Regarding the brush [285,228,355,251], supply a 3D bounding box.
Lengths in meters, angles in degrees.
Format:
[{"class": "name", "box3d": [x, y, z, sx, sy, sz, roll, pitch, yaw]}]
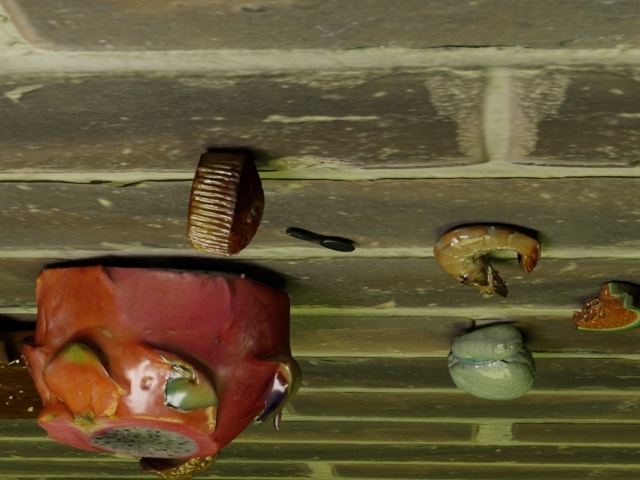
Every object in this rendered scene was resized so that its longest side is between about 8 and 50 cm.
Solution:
[{"class": "brush", "box3d": [0.000, 0.000, 1.541, 0.083, 0.008, 0.024, 15, 161, -40]}]

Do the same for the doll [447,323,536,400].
[{"class": "doll", "box3d": [0.200, 0.148, 1.944, 0.103, 0.072, 0.214, -2, 161, 7]}]

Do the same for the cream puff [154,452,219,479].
[{"class": "cream puff", "box3d": [-0.207, 0.261, 2.286, 0.126, 0.144, 0.103, -44, 158, 21]}]

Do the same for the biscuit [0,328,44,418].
[{"class": "biscuit", "box3d": [-0.371, 0.152, 2.024, 0.394, 0.070, 0.350, -1, 163, 5]}]

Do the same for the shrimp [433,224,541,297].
[{"class": "shrimp", "box3d": [0.164, 0.015, 1.549, 0.095, 0.045, 0.162, -25, 152, 15]}]

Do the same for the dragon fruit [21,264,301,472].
[{"class": "dragon fruit", "box3d": [-0.163, 0.132, 1.699, 0.290, 0.189, 0.290, 1, 165, 0]}]

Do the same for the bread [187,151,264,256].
[{"class": "bread", "box3d": [-0.072, -0.028, 1.306, 0.053, 0.085, 0.085, 7, 166, 8]}]

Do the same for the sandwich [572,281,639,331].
[{"class": "sandwich", "box3d": [0.307, 0.072, 1.739, 0.067, 0.029, 0.135, 10, 164, -11]}]
